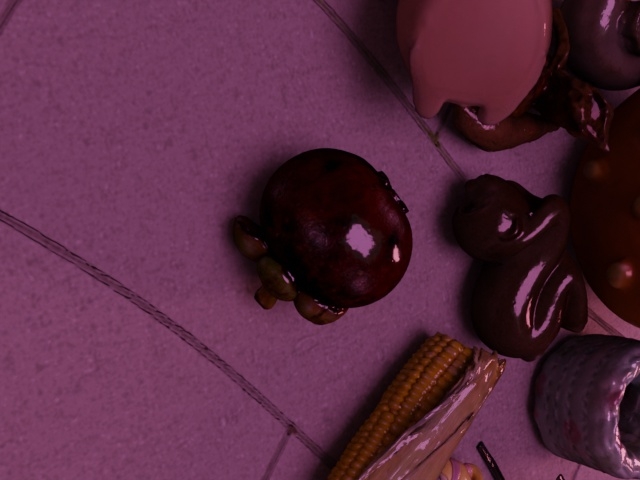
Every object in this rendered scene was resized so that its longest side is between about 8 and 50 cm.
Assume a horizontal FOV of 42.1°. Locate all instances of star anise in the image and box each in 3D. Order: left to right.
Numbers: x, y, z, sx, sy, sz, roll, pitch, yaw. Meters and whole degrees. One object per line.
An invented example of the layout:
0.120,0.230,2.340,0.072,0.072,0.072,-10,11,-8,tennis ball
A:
0.282,-0.190,1.033,0.212,0.111,0.196,43,41,-11,star anise

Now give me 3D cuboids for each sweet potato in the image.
0.238,-0.144,1.082,0.226,0.068,0.068,3,94,-41,sweet potato

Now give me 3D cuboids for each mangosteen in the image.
0.000,0.000,0.901,0.200,0.200,0.199,-4,97,-31,mangosteen

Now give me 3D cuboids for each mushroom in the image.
0.392,-0.264,1.120,0.188,0.141,0.117,19,107,-29,mushroom

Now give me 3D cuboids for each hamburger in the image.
0.526,-0.033,1.075,0.278,0.396,0.395,15,88,-33,hamburger

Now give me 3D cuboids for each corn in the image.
0.115,0.243,1.013,0.123,0.122,0.305,48,70,-27,corn

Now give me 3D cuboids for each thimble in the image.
0.418,0.225,1.181,0.211,0.149,0.185,-29,107,-26,thimble

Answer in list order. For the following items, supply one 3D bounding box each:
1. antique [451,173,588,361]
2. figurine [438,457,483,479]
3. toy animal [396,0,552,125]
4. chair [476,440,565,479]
0.248,0.035,1.077,0.143,0.121,0.256,-26,115,-17,antique
0.138,0.353,1.061,0.083,0.083,0.187,51,61,-25,figurine
0.173,-0.291,0.945,0.195,0.256,0.212,1,137,-6,toy animal
0.305,0.404,1.126,0.247,0.159,0.172,45,71,-26,chair
